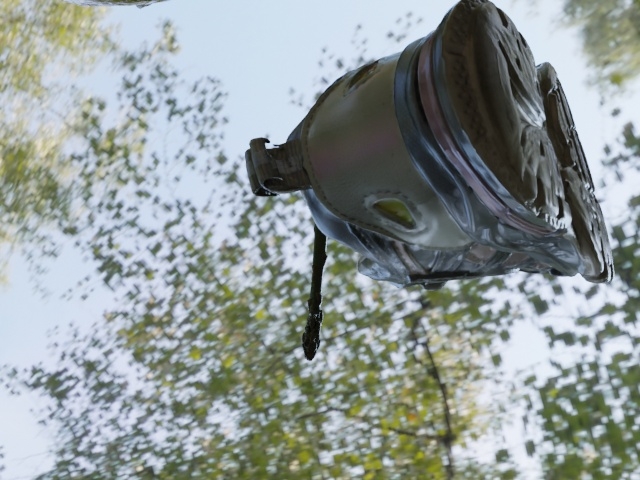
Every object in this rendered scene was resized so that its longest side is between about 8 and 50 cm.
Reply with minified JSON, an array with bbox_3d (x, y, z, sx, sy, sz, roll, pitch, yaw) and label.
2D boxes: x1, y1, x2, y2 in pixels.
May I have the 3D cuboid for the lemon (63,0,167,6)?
[{"bbox_3d":[-0.233,-0.395,1.134,0.364,0.364,0.364,7,-108,-23],"label":"lemon"}]

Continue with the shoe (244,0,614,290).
[{"bbox_3d":[0.047,-0.019,0.448,0.180,0.092,0.089,19,-124,-65],"label":"shoe"}]

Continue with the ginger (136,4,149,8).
[{"bbox_3d":[-0.169,-0.350,1.483,0.102,0.216,0.157,51,-117,-22],"label":"ginger"}]

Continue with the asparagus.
[{"bbox_3d":[0.000,0.000,0.845,0.016,0.013,0.166,18,-106,-59],"label":"asparagus"}]
